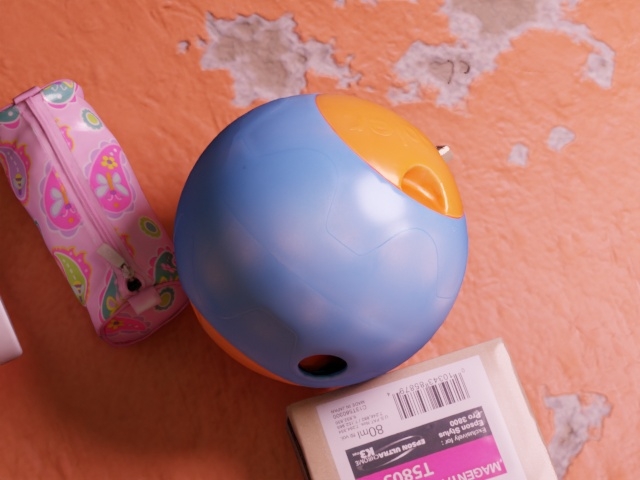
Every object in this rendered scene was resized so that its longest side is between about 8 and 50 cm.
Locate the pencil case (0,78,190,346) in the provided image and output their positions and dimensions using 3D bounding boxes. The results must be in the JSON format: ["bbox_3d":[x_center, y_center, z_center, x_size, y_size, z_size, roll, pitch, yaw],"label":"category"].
[{"bbox_3d":[-0.237,-0.029,1.827,0.124,0.124,0.284,-27,71,-11],"label":"pencil case"}]

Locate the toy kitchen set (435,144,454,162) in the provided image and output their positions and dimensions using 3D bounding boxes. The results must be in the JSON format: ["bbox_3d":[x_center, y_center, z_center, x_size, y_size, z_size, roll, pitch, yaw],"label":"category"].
[{"bbox_3d":[0.107,-0.051,1.887,0.083,0.068,0.075,-32,100,-12],"label":"toy kitchen set"}]

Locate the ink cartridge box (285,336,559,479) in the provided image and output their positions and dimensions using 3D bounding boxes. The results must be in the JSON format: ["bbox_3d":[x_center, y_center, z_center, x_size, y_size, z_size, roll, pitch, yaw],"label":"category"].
[{"bbox_3d":[0.103,0.225,1.753,0.234,0.088,0.193,-18,69,-8],"label":"ink cartridge box"}]

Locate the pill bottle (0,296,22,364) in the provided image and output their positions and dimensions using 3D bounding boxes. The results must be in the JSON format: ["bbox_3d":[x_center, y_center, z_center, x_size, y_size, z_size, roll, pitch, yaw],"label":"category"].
[{"bbox_3d":[-0.490,0.106,1.725,0.361,0.204,0.204,-23,71,-10],"label":"pill bottle"}]

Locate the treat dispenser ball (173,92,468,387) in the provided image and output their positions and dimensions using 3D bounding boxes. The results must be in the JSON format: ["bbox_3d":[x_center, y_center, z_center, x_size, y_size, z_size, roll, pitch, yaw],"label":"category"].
[{"bbox_3d":[0.000,0.000,1.723,0.288,0.288,0.288,0,69,-1],"label":"treat dispenser ball"}]
